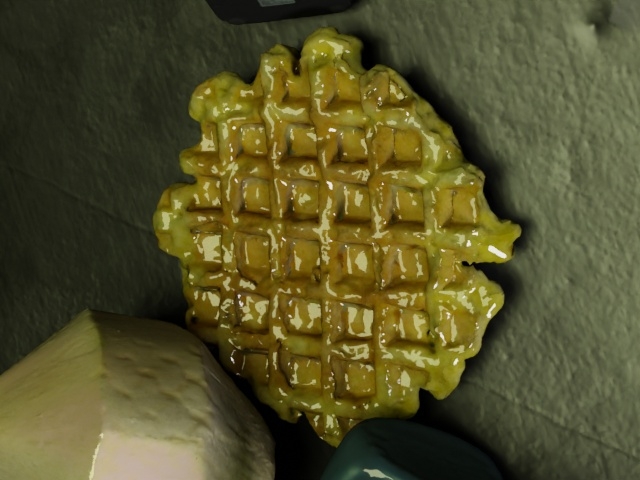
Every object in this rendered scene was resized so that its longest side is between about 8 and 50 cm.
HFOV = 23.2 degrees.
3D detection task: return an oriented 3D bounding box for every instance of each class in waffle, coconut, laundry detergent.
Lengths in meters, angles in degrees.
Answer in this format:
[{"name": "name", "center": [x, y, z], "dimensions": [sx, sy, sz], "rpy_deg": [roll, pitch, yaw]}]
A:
[{"name": "waffle", "center": [0.000, 0.000, 1.263], "dimensions": [0.325, 0.068, 0.302], "rpy_deg": [50, 119, 16]}, {"name": "coconut", "center": [-0.169, 0.179, 1.281], "dimensions": [0.259, 0.259, 0.259], "rpy_deg": [6, 102, 30]}, {"name": "laundry detergent", "center": [0.033, 0.282, 1.264], "dimensions": [0.143, 0.094, 0.290], "rpy_deg": [18, 117, -16]}]

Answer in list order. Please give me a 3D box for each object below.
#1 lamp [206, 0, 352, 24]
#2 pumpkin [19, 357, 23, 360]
[{"name": "lamp", "center": [-0.002, -0.315, 1.197], "dimensions": [0.203, 0.124, 0.283], "rpy_deg": [-3, 95, 11]}, {"name": "pumpkin", "center": [-0.260, 0.147, 1.466], "dimensions": [0.050, 0.028, 0.083], "rpy_deg": [-18, 81, 34]}]
